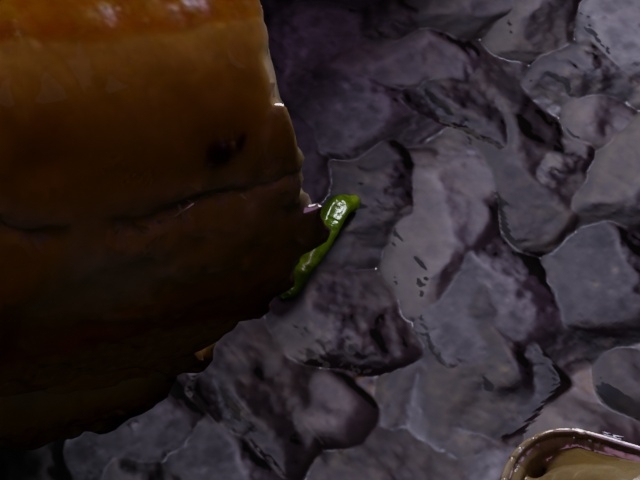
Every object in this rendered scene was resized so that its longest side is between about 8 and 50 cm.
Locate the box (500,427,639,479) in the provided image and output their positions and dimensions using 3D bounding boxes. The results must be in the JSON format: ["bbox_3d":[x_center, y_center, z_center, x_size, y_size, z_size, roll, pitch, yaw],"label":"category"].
[{"bbox_3d":[0.168,0.158,0.942,0.177,0.111,0.111,17,55,9],"label":"box"}]

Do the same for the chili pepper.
[{"bbox_3d":[-0.001,-0.001,1.100,0.017,0.030,0.083,34,64,2],"label":"chili pepper"}]

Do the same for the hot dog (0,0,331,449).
[{"bbox_3d":[-0.235,0.007,0.819,0.365,0.367,0.196,-13,74,-30],"label":"hot dog"}]
